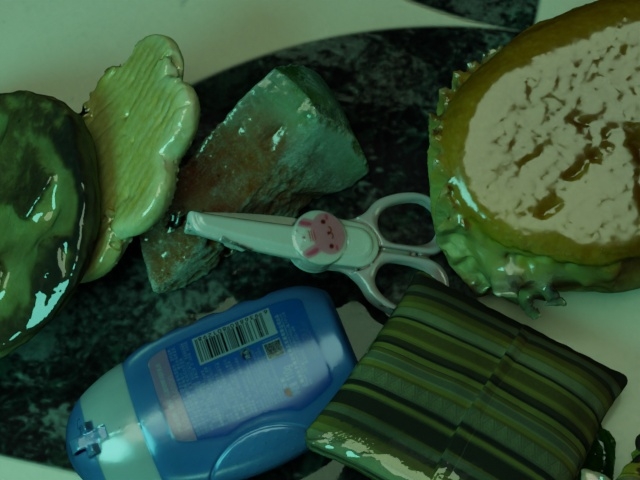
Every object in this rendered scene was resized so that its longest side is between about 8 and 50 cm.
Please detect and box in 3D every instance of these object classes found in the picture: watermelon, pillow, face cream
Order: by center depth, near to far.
[{"bbox_3d":[0.124,0.137,1.155,0.208,0.052,0.212,26,51,15],"label":"pillow"},{"bbox_3d":[-0.095,0.140,1.219,0.264,0.083,0.149,-22,67,-1],"label":"face cream"},{"bbox_3d":[-0.077,-0.050,1.271,0.241,0.154,0.094,-40,70,8],"label":"watermelon"}]

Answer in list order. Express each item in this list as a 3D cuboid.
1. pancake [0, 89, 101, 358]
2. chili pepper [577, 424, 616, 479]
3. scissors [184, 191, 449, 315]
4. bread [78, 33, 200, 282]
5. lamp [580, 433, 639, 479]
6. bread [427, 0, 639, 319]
[{"bbox_3d":[-0.309,-0.012,1.273,0.294,0.049,0.294,-14,64,31],"label":"pancake"},{"bbox_3d":[0.119,0.233,1.171,0.278,0.065,0.122,-10,58,2],"label":"chili pepper"},{"bbox_3d":[0.000,0.000,1.243,0.242,0.030,0.118,9,70,-13],"label":"scissors"},{"bbox_3d":[-0.191,-0.057,1.258,0.251,0.039,0.182,-44,49,24],"label":"bread"},{"bbox_3d":[0.221,0.250,1.041,0.118,0.118,0.253,20,70,14],"label":"lamp"},{"bbox_3d":[0.273,-0.090,1.200,0.388,0.183,0.236,-22,71,-2],"label":"bread"}]
